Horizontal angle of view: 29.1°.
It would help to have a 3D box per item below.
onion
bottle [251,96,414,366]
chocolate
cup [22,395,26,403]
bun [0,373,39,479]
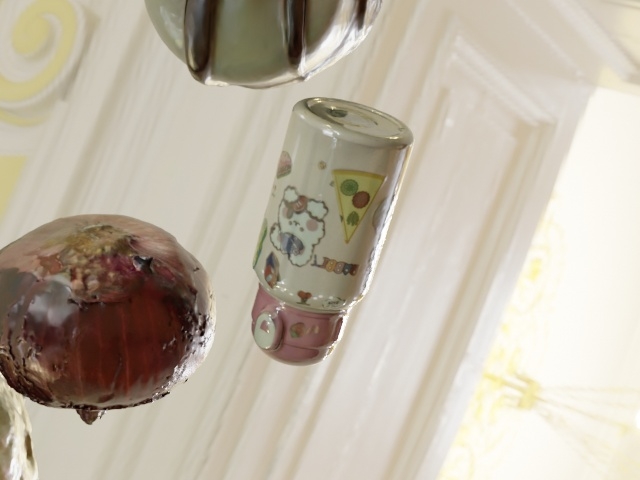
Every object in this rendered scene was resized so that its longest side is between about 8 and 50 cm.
[{"bbox_3d":[-0.230,0.086,1.252,0.252,0.252,0.219,-14,-55,-49],"label":"onion"},{"bbox_3d":[0.000,0.000,1.165,0.120,0.120,0.253,-10,-58,-51],"label":"bottle"},{"bbox_3d":[-0.072,-0.298,1.347,0.186,0.283,0.284,-29,-45,-80],"label":"chocolate"},{"bbox_3d":[-0.465,0.233,1.739,0.120,0.120,0.141,-17,-52,-48],"label":"cup"},{"bbox_3d":[-0.421,0.248,1.342,0.213,0.361,0.361,4,-76,-53],"label":"bun"}]
